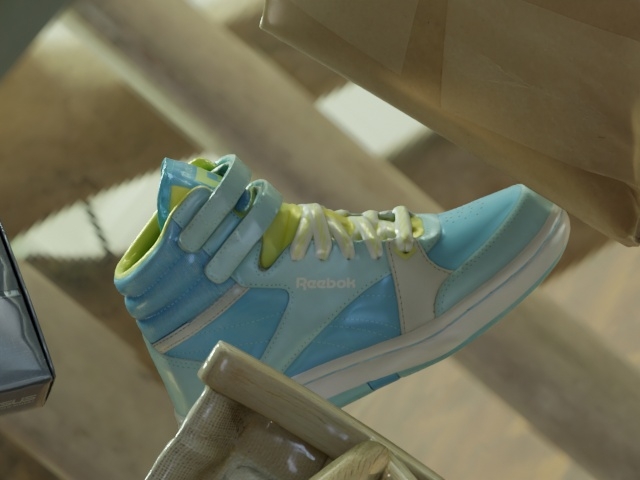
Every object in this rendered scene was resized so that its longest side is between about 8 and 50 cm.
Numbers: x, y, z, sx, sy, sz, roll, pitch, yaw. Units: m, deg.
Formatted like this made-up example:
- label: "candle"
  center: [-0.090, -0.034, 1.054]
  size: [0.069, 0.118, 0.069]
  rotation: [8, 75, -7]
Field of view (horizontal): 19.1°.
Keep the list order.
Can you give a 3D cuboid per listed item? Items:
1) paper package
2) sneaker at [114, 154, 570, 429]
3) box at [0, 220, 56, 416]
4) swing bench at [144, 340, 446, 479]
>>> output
- label: "paper package"
  center: [0.174, -0.183, 1.240]
  size: [0.309, 0.325, 0.168]
  rotation: [-29, -39, -41]
- label: "sneaker"
  center: [0.000, 0.000, 1.330]
  size: [0.319, 0.208, 0.127]
  rotation: [-29, 15, 5]
- label: "box"
  center: [-0.338, 0.062, 1.432]
  size: [0.232, 0.183, 0.059]
  rotation: [-11, -26, -25]
- label: "swing bench"
  center: [-0.032, 0.206, 0.704]
  size: [0.253, 0.165, 0.255]
  rotation: [-58, 9, 6]
